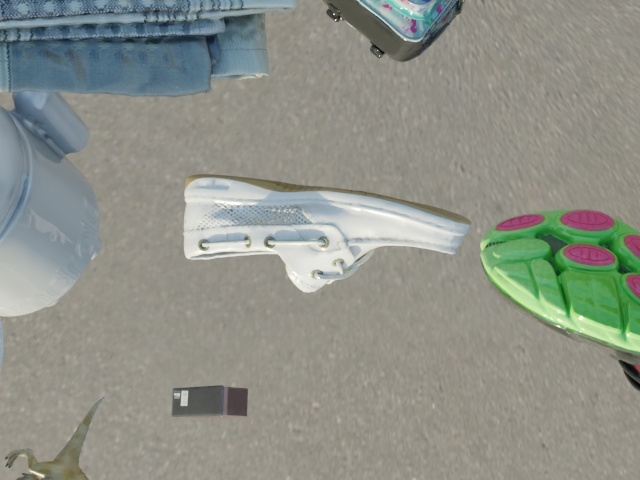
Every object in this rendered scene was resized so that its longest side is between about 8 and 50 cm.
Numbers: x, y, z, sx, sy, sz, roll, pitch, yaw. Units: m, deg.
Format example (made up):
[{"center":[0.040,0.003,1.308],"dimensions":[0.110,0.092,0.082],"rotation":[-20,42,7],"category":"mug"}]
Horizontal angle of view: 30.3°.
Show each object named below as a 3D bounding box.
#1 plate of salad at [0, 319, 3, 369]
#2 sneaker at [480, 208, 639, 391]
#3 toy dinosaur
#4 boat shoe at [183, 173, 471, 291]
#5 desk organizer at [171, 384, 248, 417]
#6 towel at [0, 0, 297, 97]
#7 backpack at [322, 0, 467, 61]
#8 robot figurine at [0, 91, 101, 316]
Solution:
[{"center":[-0.329,0.106,0.916],"dimensions":[0.048,0.200,0.199],"rotation":[21,114,40],"category":"plate of salad"},{"center":[0.403,0.123,1.420],"dimensions":[0.483,0.185,0.202],"rotation":[26,140,1],"category":"sneaker"},{"center":[-0.284,0.251,1.247],"dimensions":[0.093,0.183,0.053],"rotation":[4,139,11],"category":"toy dinosaur"},{"center":[0.000,0.000,1.064],"dimensions":[0.277,0.098,0.096],"rotation":[7,87,27],"category":"boat shoe"},{"center":[-0.170,0.249,1.808],"dimensions":[0.130,0.050,0.047],"rotation":[-11,74,47],"category":"desk organizer"},{"center":[-0.162,-0.250,0.741],"dimensions":[0.312,0.056,0.324],"rotation":[-8,98,-33],"category":"towel"},{"center":[0.139,-0.438,1.825],"dimensions":[0.225,0.191,0.253],"rotation":[40,72,7],"category":"backpack"},{"center":[-0.369,-0.041,1.258],"dimensions":[0.200,0.353,0.300],"rotation":[33,84,24],"category":"robot figurine"}]
